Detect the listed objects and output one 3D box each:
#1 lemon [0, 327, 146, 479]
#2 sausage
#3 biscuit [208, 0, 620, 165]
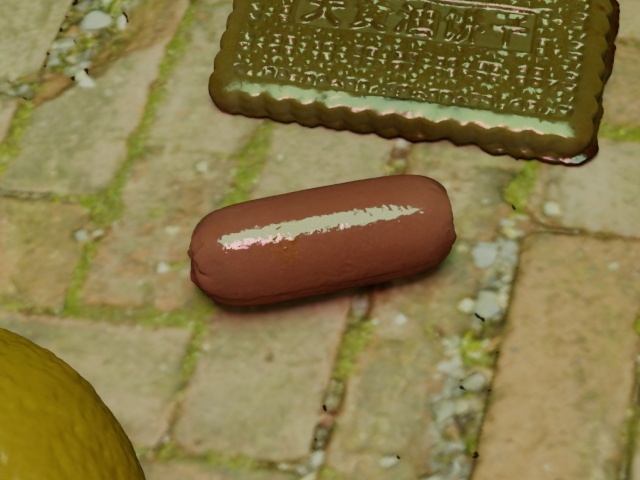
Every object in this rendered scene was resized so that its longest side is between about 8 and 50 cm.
[{"bbox_3d":[-0.168,0.140,0.685,0.187,0.187,0.244,-20,87,-12],"label":"lemon"},{"bbox_3d":[0.000,0.000,0.853,0.154,0.062,0.062,-11,54,-6],"label":"sausage"},{"bbox_3d":[0.066,-0.136,0.973,0.254,0.029,0.172,9,54,8],"label":"biscuit"}]
